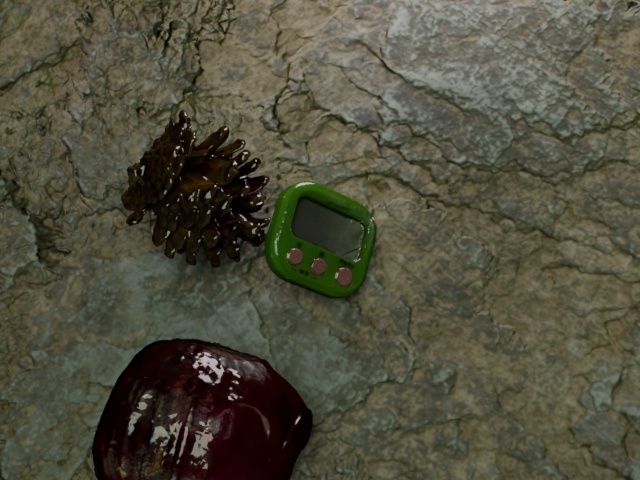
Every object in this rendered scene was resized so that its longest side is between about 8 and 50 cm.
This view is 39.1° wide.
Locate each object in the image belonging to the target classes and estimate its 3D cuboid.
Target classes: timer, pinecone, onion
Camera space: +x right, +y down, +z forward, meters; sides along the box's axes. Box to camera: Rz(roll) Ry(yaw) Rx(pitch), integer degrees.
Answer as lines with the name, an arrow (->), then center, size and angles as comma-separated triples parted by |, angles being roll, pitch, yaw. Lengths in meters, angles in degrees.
timer -> 0.000, 0.000, 1.119 | 0.140, 0.047, 0.128 | 23, 73, -25
pinecone -> -0.148, -0.059, 1.117 | 0.195, 0.150, 0.179 | 47, 126, 4
onion -> -0.128, 0.222, 1.013 | 0.206, 0.207, 0.216 | 15, 80, 12
